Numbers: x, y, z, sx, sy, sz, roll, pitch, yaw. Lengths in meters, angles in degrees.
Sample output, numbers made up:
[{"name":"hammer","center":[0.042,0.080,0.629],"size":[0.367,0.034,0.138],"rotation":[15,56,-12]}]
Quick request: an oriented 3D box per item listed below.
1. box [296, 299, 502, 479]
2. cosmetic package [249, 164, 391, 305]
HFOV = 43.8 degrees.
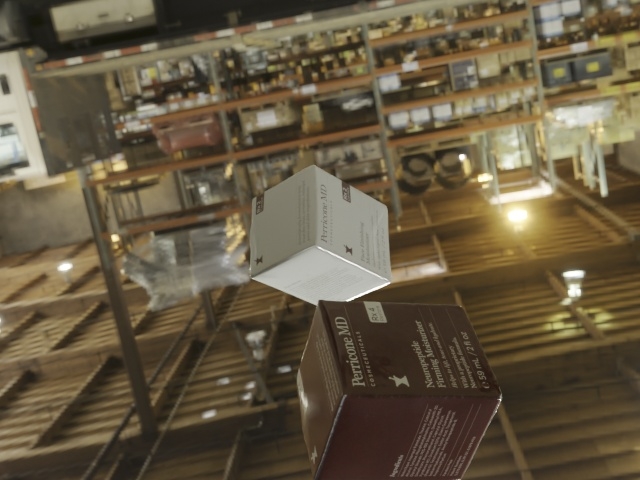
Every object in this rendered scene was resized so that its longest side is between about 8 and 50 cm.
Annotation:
[{"name":"box","center":[0.091,0.193,1.018],"size":[0.203,0.167,0.168],"rotation":[4,-143,-16]},{"name":"cosmetic package","center":[0.000,0.000,1.306],"size":[0.151,0.151,0.184],"rotation":[-26,143,37]}]
